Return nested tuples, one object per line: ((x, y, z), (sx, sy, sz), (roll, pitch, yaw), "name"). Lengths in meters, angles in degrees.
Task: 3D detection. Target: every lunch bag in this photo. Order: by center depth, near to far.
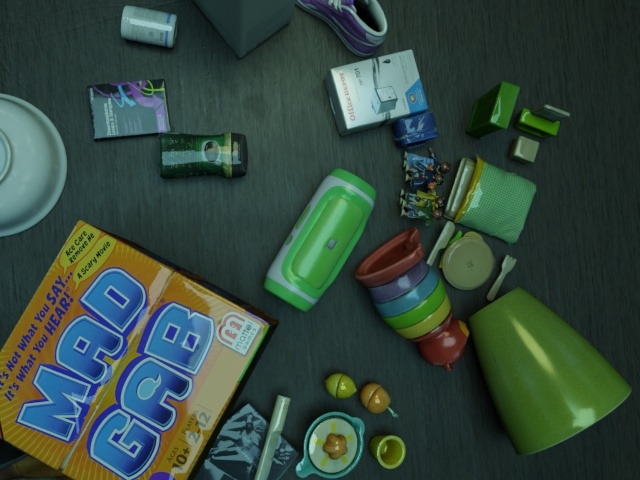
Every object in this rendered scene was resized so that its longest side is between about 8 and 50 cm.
((0.209, -0.240, 1.493), (0.098, 0.067, 0.065), (-16, 90, -8), "lunch bag")

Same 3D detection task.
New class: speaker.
((0.000, 0.000, 1.423), (0.131, 0.131, 0.296), (32, 84, -7), "speaker")

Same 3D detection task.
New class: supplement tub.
((-0.357, -0.447, 1.407), (0.107, 0.071, 0.071), (10, 87, -9), "supplement tub")

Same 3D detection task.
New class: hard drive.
((-0.190, 0.482, 1.412), (0.255, 0.054, 0.172), (-45, 95, -8), "hard drive")

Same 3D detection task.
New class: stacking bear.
((0.215, 0.146, 1.442), (0.164, 0.175, 0.289), (-32, 104, 13), "stacking bear")

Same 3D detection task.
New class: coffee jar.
((-0.245, -0.178, 1.412), (0.184, 0.079, 0.096), (-1, 85, -8), "coffee jar")

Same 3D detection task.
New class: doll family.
((0.236, -0.121, 1.492), (0.111, 0.076, 0.193), (7, 84, -4), "doll family")

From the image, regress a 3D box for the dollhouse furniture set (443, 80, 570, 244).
((0.415, -0.161, 1.481), (0.198, 0.151, 0.301), (19, 86, -8), "dollhouse furniture set")

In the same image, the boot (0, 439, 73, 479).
((-0.512, 0.471, 1.345), (0.280, 0.096, 0.264), (38, 106, -25), "boot")

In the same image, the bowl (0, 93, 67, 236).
((-0.663, -0.156, 1.317), (0.298, 0.134, 0.298), (0, 88, -8), "bowl")

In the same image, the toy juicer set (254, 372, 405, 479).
((0.021, 0.388, 1.402), (0.329, 0.089, 0.209), (-2, 86, -22), "toy juicer set")

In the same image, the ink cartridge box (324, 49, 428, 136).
((0.121, -0.323, 1.475), (0.191, 0.082, 0.139), (-16, 91, -11), "ink cartridge box")

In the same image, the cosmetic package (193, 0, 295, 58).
((-0.159, -0.525, 1.282), (0.156, 0.385, 0.217), (-39, 95, -8), "cosmetic package")

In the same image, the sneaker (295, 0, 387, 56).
((0.034, -0.525, 1.429), (0.282, 0.161, 0.102), (39, 84, -5), "sneaker")

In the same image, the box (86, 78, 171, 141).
((-0.403, -0.275, 1.415), (0.162, 0.029, 0.116), (-8, 90, -8), "box")

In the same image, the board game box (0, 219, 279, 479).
((-0.319, 0.221, 1.224), (0.356, 0.356, 0.356), (28, 84, 2), "board game box")

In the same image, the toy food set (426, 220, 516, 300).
((0.334, 0.047, 1.525), (0.192, 0.038, 0.132), (29, 91, -13), "toy food set")

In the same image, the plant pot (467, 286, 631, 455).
((0.453, 0.256, 1.438), (0.275, 0.275, 0.293), (-30, 77, -9), "plant pot")
